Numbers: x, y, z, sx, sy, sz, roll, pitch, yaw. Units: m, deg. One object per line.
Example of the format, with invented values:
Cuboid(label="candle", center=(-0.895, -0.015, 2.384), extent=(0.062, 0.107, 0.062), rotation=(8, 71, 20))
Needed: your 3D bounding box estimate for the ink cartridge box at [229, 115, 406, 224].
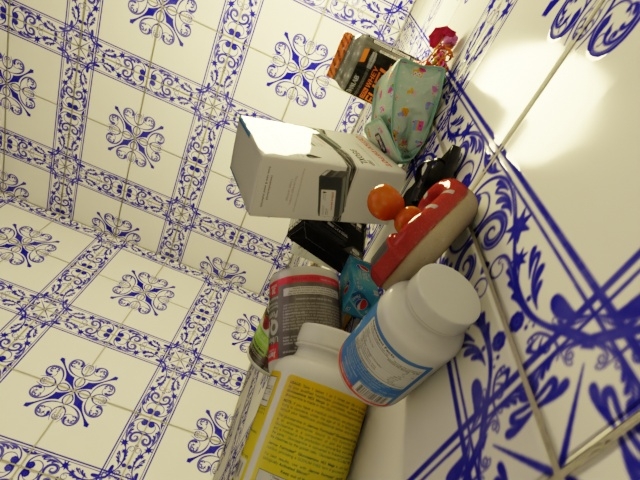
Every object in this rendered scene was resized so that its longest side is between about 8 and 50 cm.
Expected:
Cuboid(label="ink cartridge box", center=(-0.016, -0.188, 1.217), extent=(0.285, 0.395, 0.166), rotation=(-121, 41, -50))

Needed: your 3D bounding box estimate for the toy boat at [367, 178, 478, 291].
Cuboid(label="toy boat", center=(0.140, -0.033, 0.716), extent=(0.231, 0.151, 0.151), rotation=(-36, -16, -44))

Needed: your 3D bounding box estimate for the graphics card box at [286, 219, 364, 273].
Cuboid(label="graphics card box", center=(0.033, -0.095, 1.435), extent=(0.094, 0.233, 0.370), rotation=(-37, 29, 34))

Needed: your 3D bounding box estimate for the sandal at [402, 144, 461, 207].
Cuboid(label="sandal", center=(0.219, -0.118, 0.971), extent=(0.254, 0.055, 0.097), rotation=(126, 165, -62))

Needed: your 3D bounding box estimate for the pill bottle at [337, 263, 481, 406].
Cuboid(label="pill bottle", center=(0.120, 0.133, 0.630), extent=(0.124, 0.124, 0.221), rotation=(-74, 11, -47))

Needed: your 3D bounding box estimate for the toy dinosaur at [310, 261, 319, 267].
Cuboid(label="toy dinosaur", center=(-0.017, 0.110, 2.116), extent=(0.183, 0.053, 0.092), rotation=(-60, -8, 1))

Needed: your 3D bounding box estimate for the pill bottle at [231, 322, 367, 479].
Cuboid(label="pill bottle", center=(-0.022, 0.329, 0.812), extent=(0.188, 0.188, 0.333), rotation=(131, 161, -68))

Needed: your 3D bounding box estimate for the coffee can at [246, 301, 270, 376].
Cuboid(label="coffee can", center=(-0.102, 0.289, 1.491), extent=(0.201, 0.202, 0.275), rotation=(-87, 21, -70))

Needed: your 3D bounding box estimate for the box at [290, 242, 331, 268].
Cuboid(label="box", center=(0.000, 0.000, 1.722), extent=(0.181, 0.182, 0.119), rotation=(126, 165, -63))

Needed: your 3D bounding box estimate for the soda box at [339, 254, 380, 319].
Cuboid(label="soda box", center=(0.094, 0.113, 1.125), extent=(0.210, 0.067, 0.071), rotation=(-87, 20, -71))

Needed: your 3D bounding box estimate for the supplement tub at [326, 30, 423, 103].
Cuboid(label="supplement tub", center=(0.192, -0.555, 1.502), extent=(0.193, 0.316, 0.193), rotation=(-158, 90, -84))

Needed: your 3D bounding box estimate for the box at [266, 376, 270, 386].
Cuboid(label="box", center=(-0.131, 0.486, 1.540), extent=(0.101, 0.087, 0.101), rotation=(-86, 21, -70))

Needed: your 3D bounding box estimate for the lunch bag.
Cuboid(label="lunch bag", center=(0.222, -0.338, 1.261), extent=(0.223, 0.160, 0.262), rotation=(-147, 67, -80))

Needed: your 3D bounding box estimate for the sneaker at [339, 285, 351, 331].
Cuboid(label="sneaker", center=(0.021, 0.224, 1.215), extent=(0.088, 0.093, 0.225), rotation=(-173, 106, -83))

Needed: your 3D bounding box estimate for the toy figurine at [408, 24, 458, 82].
Cuboid(label="toy figurine", center=(0.337, -0.539, 1.292), extent=(0.159, 0.130, 0.173), rotation=(-57, 29, 3))

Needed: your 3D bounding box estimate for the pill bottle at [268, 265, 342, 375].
Cuboid(label="pill bottle", center=(-0.035, 0.235, 1.064), extent=(0.176, 0.177, 0.318), rotation=(125, 147, -59))
